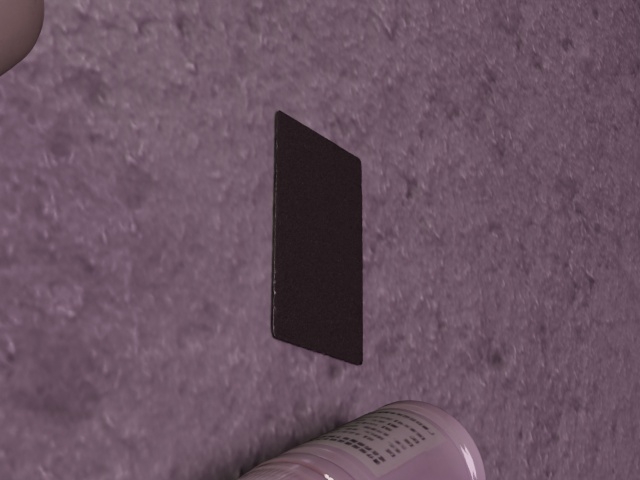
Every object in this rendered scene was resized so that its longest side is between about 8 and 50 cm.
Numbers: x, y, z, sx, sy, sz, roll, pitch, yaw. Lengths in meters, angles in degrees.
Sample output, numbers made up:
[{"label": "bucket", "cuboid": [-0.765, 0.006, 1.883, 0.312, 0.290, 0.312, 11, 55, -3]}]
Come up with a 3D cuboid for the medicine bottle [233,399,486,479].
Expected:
[{"label": "medicine bottle", "cuboid": [0.022, 0.214, 0.826, 0.249, 0.133, 0.133, -13, 90, -57]}]

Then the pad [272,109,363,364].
[{"label": "pad", "cuboid": [0.000, 0.000, 0.979, 0.143, 0.003, 0.211, 25, 59, -50]}]

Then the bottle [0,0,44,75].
[{"label": "bottle", "cuboid": [-0.256, -0.087, 0.528, 0.120, 0.120, 0.253, 63, 37, -21]}]
